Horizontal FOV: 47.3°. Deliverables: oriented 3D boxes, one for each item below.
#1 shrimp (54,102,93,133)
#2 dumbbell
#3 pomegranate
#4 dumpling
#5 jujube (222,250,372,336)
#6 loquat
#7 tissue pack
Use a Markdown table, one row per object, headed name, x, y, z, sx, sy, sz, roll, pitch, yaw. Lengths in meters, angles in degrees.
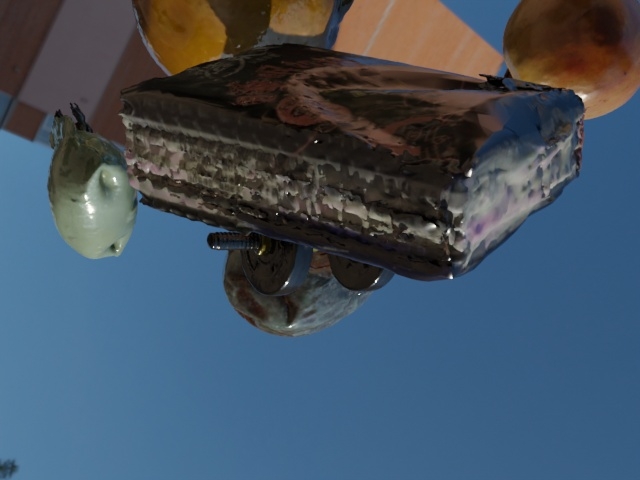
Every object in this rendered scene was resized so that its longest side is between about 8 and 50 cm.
| name | x | y | z | sx | sy | sz | roll | pitch | yaw |
| --- | --- | --- | --- | --- | --- | --- | --- | --- | --- |
| shrimp | -0.305 | -0.137 | 0.908 | 0.038 | 0.092 | 0.029 | -7 | -127 | 0 |
| dumbbell | 0.000 | 0.000 | 0.969 | 0.143 | 0.326 | 0.143 | -1 | -91 | 55 |
| pomegranate | 0.331 | -0.249 | 0.952 | 0.191 | 0.191 | 0.191 | -22 | -123 | 39 |
| dumpling | -0.277 | -0.069 | 0.895 | 0.216 | 0.105 | 0.149 | 98 | -16 | -52 |
| jujube | -0.032 | 0.046 | 1.323 | 0.246 | 0.308 | 0.215 | 63 | -36 | 16 |
| loquat | -0.114 | -0.353 | 1.042 | 0.329 | 0.329 | 0.328 | -22 | -123 | 39 |
| tissue pack | 0.026 | -0.082 | 0.611 | 0.333 | 0.245 | 0.123 | 17 | -59 | 32 |
